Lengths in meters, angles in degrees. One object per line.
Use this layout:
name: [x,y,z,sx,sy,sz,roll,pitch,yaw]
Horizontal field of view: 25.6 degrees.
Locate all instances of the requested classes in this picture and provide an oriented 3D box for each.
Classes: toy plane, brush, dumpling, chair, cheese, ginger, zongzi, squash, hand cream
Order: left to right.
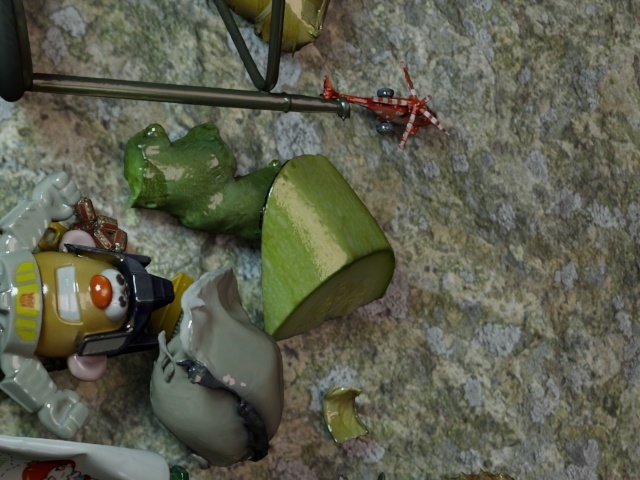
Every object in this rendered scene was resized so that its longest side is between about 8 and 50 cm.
hand cream: [-0.304,0.271,1.637,0.336,0.121,0.076,14,44,-37]
brush: [-0.245,0.053,1.773,0.272,0.013,0.103,34,63,-27]
chair: [-0.202,-0.349,1.614,0.410,0.362,0.365,-13,53,-15]
ginger: [-0.128,-0.075,1.836,0.290,0.089,0.137,21,62,-31]
dumpling: [-0.106,0.160,1.730,0.204,0.163,0.293,-45,143,-31]
zongzi: [-0.069,-0.377,1.932,0.197,0.099,0.194,29,66,-22]
squash: [0.000,0.000,1.903,0.237,0.204,0.155,-23,62,-45]
cheese: [0.032,0.230,1.930,0.060,0.041,0.084,-13,106,-30]
toy plane: [0.085,-0.186,2.025,0.194,0.077,0.126,-14,87,-30]

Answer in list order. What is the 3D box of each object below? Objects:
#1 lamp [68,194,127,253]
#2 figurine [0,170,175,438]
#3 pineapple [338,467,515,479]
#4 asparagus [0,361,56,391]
lamp: [-0.274,-0.014,1.742,0.083,0.031,0.063,30,47,-30]
figurine: [-0.320,0.071,1.632,0.308,0.143,0.309,-8,104,-33]
pineapple: [0.136,0.397,1.920,0.340,0.169,0.169,2,81,-30]
asparagus: [-0.323,0.152,1.692,0.233,0.023,0.022,-17,48,-38]
